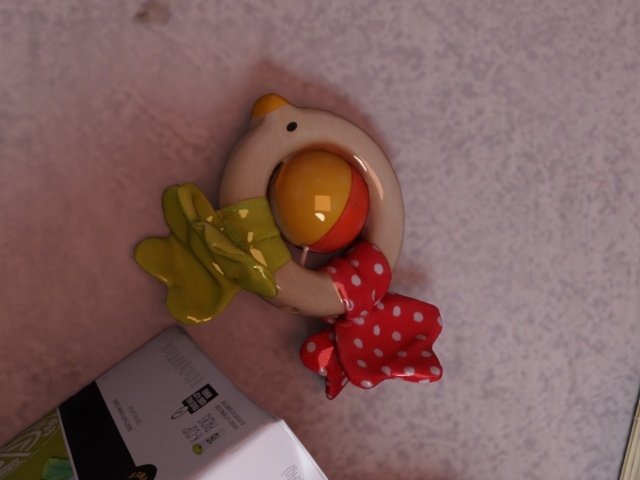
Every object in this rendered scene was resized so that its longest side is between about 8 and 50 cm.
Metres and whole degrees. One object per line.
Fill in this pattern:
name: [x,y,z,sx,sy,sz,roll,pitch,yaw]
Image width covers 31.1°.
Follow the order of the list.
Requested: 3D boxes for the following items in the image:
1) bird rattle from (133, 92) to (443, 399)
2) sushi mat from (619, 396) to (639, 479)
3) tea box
bird rattle: [0.000,0.000,0.885,0.254,0.143,0.207,23,72,-20]
sushi mat: [0.353,0.174,1.053,0.151,0.019,0.316,12,92,-18]
tea box: [-0.137,0.254,0.755,0.323,0.329,0.220,-37,104,-11]
